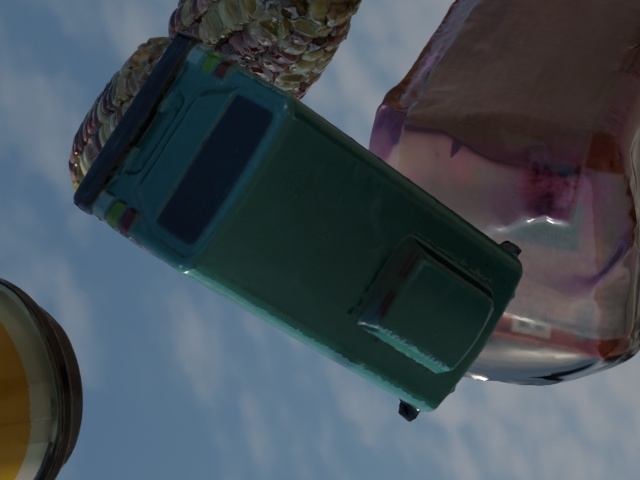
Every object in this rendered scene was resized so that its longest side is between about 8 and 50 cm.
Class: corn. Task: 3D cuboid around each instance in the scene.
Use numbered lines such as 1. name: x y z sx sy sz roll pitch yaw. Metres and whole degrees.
1. corn: -0.064 -0.092 1.082 0.098 0.290 0.098 12 -119 -22

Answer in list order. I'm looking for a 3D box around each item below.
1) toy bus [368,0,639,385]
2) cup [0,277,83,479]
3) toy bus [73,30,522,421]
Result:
1. toy bus: 0.116 -0.058 0.895 0.303 0.127 0.147 -58 -27 -52
2. cup: -0.322 0.127 1.372 0.279 0.196 0.196 -6 -98 -54
3. toy bus: 0.000 0.000 0.690 0.160 0.092 0.079 33 -91 -44
